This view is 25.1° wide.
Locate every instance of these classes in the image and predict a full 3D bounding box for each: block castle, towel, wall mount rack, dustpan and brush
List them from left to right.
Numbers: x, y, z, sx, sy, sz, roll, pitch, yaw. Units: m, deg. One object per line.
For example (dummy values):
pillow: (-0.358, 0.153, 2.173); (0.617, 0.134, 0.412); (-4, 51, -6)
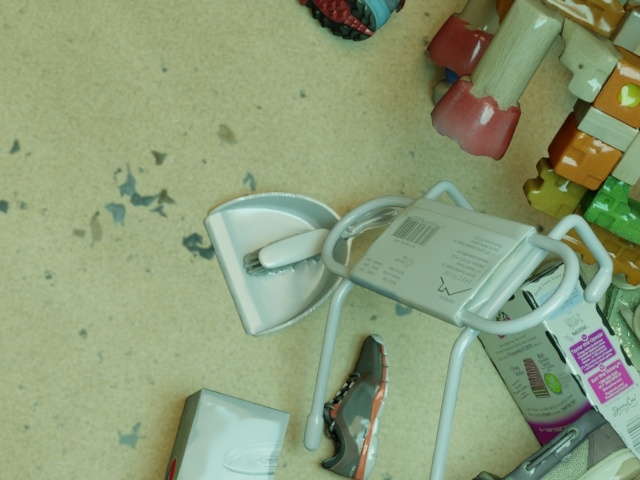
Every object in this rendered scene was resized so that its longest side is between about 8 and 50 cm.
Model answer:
dustpan and brush: (0.000, 0.000, 1.537); (0.211, 0.060, 0.147); (-19, 82, -18)
wall mount rack: (0.110, 0.087, 1.389); (0.304, 0.350, 0.130); (-48, 122, -15)
block castle: (0.336, -0.107, 1.530); (0.453, 0.303, 0.213); (25, 115, -9)
towel: (0.374, 0.083, 1.635); (0.110, 0.027, 0.148); (19, 73, -11)

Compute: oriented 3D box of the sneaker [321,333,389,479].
sneaker: (0.034, 0.171, 1.508); (0.064, 0.061, 0.158); (10, 73, -4)

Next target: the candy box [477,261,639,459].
candy box: (0.265, 0.149, 1.521); (0.071, 0.159, 0.233); (-29, 86, -21)

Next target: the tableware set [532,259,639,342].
tableware set: (0.323, 0.074, 1.604); (0.168, 0.020, 0.141); (-19, 72, 0)

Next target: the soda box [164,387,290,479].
soda box: (-0.118, 0.297, 1.419); (0.098, 0.091, 0.286); (18, 73, -11)

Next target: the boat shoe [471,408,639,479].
boat shoe: (0.187, 0.272, 1.442); (0.285, 0.103, 0.092); (-36, 62, 15)

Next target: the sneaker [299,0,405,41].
sneaker: (-0.005, -0.348, 1.614); (0.262, 0.104, 0.125); (51, 56, -5)
